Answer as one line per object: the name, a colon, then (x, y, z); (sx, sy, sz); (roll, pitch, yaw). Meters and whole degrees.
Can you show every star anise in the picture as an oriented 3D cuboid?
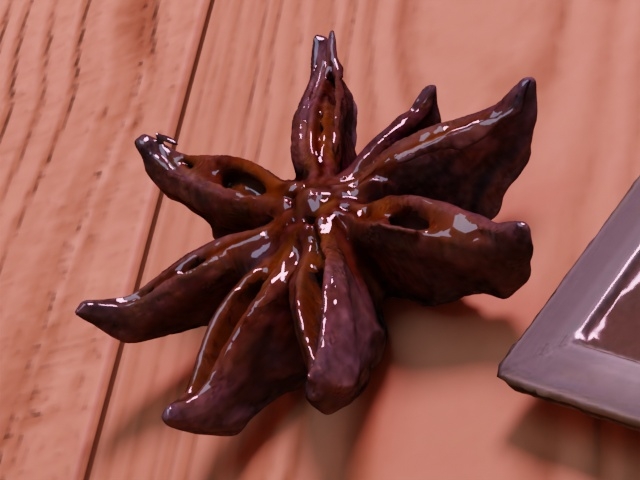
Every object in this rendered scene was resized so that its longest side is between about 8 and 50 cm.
star anise: (-0.001, 0.002, 0.520); (0.141, 0.042, 0.141); (-18, 41, 17)

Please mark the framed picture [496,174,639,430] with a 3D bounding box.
framed picture: (0.205, -0.047, 0.436); (0.231, 0.018, 0.293); (16, 61, 47)
